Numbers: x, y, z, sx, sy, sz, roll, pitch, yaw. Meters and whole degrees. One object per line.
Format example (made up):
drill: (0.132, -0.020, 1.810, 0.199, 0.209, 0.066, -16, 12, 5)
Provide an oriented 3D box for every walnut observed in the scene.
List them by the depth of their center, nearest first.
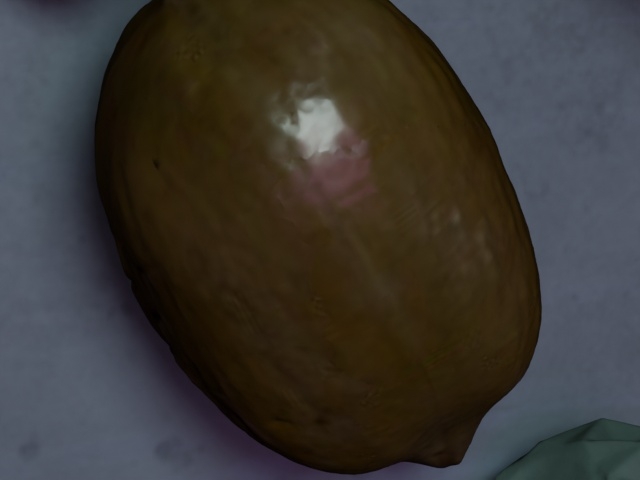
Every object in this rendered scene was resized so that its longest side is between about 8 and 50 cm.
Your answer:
walnut: (0.000, 0.000, 0.811, 0.203, 0.203, 0.297, -31, 113, -15)

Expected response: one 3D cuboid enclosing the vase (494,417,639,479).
vase: (0.255, 0.235, 0.988, 0.360, 0.165, 0.165, 29, 87, -29)
